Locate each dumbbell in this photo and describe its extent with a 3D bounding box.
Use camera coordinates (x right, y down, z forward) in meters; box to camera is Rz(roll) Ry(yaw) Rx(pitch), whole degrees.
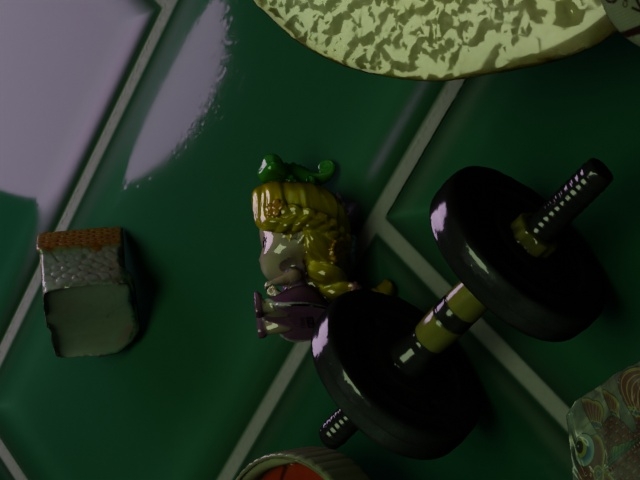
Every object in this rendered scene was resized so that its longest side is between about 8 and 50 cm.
[{"bbox_3d":[0.098,0.053,1.180,0.325,0.143,0.143,-48,58,32],"label":"dumbbell"}]

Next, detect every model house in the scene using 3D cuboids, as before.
[{"bbox_3d":[-0.219,0.043,1.540,0.100,0.088,0.100,-104,10,-46],"label":"model house"}]

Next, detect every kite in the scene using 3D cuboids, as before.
[{"bbox_3d":[0.243,0.114,1.094,0.229,0.016,0.127,-49,43,40],"label":"kite"}]

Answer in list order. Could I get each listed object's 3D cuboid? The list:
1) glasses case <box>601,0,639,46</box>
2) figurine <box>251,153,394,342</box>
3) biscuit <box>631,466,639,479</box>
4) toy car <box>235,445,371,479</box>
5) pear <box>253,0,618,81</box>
[{"bbox_3d":[0.330,-0.126,0.942,0.355,0.085,0.137,26,111,19],"label":"glasses case"},{"bbox_3d":[0.000,0.000,1.332,0.095,0.115,0.156,102,167,-57],"label":"figurine"},{"bbox_3d":[0.285,0.218,1.070,0.220,0.033,0.219,-1,88,43],"label":"biscuit"},{"bbox_3d":[0.004,0.267,1.260,0.235,0.145,0.235,1,91,44],"label":"toy car"},{"bbox_3d":[0.089,-0.292,1.144,0.386,0.191,0.340,34,111,11],"label":"pear"}]
